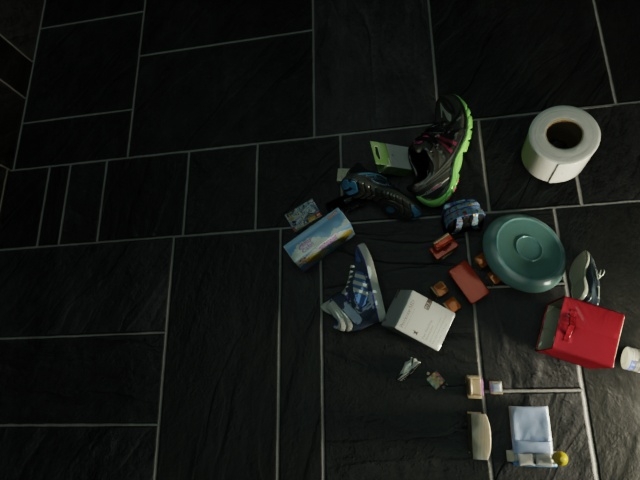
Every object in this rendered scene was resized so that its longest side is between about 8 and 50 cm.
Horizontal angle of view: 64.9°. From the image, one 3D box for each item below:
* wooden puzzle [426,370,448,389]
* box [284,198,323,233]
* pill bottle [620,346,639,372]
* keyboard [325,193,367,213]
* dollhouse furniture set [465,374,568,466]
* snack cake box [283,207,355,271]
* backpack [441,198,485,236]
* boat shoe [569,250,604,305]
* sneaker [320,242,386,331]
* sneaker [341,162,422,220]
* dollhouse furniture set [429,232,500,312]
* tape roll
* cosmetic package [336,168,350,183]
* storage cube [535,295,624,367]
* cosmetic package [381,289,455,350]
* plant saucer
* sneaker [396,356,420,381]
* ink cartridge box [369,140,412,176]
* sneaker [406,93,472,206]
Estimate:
[{"bbox_3d":[0.420,0.507,1.826,0.049,0.006,0.083,-41,70,-3],"label":"wooden puzzle"},{"bbox_3d":[-0.068,-0.102,2.107,0.137,0.027,0.093,-31,68,1],"label":"box"},{"bbox_3d":[1.090,0.409,1.678,0.137,0.078,0.078,12,76,16],"label":"pill bottle"},{"bbox_3d":[0.122,-0.152,2.087,0.192,0.038,0.100,-25,48,4],"label":"keyboard"},{"bbox_3d":[0.644,0.592,1.651,0.304,0.198,0.286,-1,73,11],"label":"dollhouse furniture set"},{"bbox_3d":[0.000,0.000,1.994,0.264,0.152,0.089,-36,70,0],"label":"snack cake box"},{"bbox_3d":[0.537,-0.095,1.900,0.159,0.173,0.116,-13,71,9],"label":"backpack"},{"bbox_3d":[0.933,0.133,1.755,0.079,0.095,0.254,29,40,2],"label":"boat shoe"},{"bbox_3d":[0.104,0.185,1.926,0.237,0.130,0.322,-14,76,3],"label":"sneaker"},{"bbox_3d":[0.259,-0.201,2.004,0.341,0.125,0.139,28,52,-1],"label":"sneaker"},{"bbox_3d":[0.515,0.110,1.861,0.262,0.135,0.259,-34,69,0],"label":"dollhouse furniture set"},{"bbox_3d":[0.905,-0.364,1.910,0.247,0.169,0.245,-3,72,10],"label":"tape roll"},{"bbox_3d":[0.129,-0.268,2.110,0.115,0.041,0.060,4,75,13],"label":"cosmetic package"},{"bbox_3d":[0.864,0.313,1.688,0.193,0.215,0.183,18,77,10],"label":"storage cube"},{"bbox_3d":[0.347,0.282,1.803,0.184,0.151,0.151,28,80,-8],"label":"cosmetic package"},{"bbox_3d":[0.750,0.034,1.829,0.318,0.043,0.317,3,63,-6],"label":"plant saucer"},{"bbox_3d":[0.316,0.474,1.846,0.109,0.040,0.044,-41,53,-6],"label":"sneaker"},{"bbox_3d":[0.276,-0.327,2.023,0.210,0.062,0.108,2,67,-32],"label":"ink cartridge box"},{"bbox_3d":[0.456,-0.376,1.976,0.203,0.185,0.481,18,74,-16],"label":"sneaker"}]
